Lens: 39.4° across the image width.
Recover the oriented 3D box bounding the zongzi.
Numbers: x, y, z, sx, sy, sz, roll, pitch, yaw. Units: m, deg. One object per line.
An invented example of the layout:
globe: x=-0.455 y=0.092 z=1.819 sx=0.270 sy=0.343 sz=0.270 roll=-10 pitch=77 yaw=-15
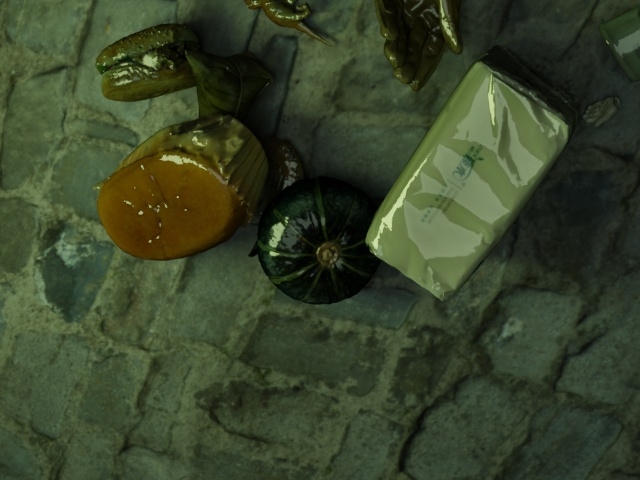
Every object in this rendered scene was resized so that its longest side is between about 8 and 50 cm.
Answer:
zongzi: x=-0.219 y=-0.264 z=1.701 sx=0.094 sy=0.204 sz=0.205 roll=49 pitch=119 yaw=26

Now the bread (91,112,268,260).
bread: x=-0.270 y=-0.090 z=1.739 sx=0.388 sy=0.183 sz=0.236 roll=-24 pitch=120 yaw=42

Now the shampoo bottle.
shampoo bottle: x=0.596 y=-0.372 z=1.487 sx=0.234 sy=0.087 sz=0.118 roll=-31 pitch=98 yaw=23

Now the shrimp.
shrimp: x=-0.124 y=-0.093 z=1.811 sx=0.173 sy=0.058 sz=0.253 roll=30 pitch=113 yaw=12

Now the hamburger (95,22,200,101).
hamburger: x=-0.338 y=-0.339 z=1.718 sx=0.215 sy=0.189 sz=0.122 roll=-13 pitch=95 yaw=22

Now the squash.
squash: x=0.000 y=0.000 z=1.725 sx=0.252 sy=0.165 sz=0.252 roll=-2 pitch=110 yaw=-7

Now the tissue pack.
tissue pack: x=0.267 y=-0.124 z=1.555 sx=0.207 sy=0.297 sz=0.380 roll=34 pitch=115 yaw=5

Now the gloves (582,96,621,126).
gloves: x=0.505 y=-0.230 z=1.588 sx=0.081 sy=0.037 sz=0.044 roll=-15 pitch=67 yaw=36

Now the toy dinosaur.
toy dinosaur: x=-0.066 y=-0.417 z=1.694 sx=0.126 sy=0.039 sz=0.162 roll=-18 pitch=108 yaw=31

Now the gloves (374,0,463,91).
gloves: x=0.173 y=-0.428 z=1.563 sx=0.154 sy=0.141 sz=0.331 roll=3 pitch=100 yaw=-12
